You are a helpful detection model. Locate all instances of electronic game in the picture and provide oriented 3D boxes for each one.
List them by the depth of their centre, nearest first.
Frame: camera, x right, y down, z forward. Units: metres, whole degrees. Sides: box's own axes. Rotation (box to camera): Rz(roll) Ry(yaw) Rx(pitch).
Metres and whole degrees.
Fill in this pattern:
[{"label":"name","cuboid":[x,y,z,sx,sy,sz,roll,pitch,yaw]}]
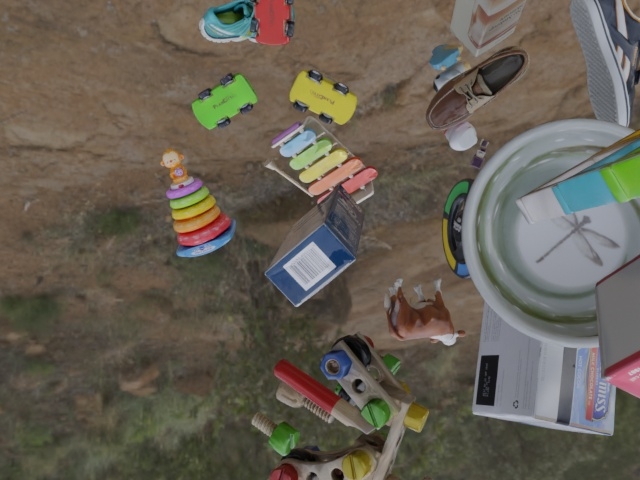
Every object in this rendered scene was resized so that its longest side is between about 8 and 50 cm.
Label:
[{"label":"electronic game","cuboid":[0.332,-0.027,1.437,0.048,0.229,0.229,1,153,-13]}]

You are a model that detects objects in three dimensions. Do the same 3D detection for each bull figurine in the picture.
[{"label":"bull figurine","cuboid":[0.294,0.206,1.782,0.101,0.188,0.310,-26,159,38]}]

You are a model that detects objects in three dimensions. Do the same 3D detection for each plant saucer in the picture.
[{"label":"plant saucer","cuboid":[0.453,-0.012,1.130,0.400,0.400,0.100,-9,175,7]}]

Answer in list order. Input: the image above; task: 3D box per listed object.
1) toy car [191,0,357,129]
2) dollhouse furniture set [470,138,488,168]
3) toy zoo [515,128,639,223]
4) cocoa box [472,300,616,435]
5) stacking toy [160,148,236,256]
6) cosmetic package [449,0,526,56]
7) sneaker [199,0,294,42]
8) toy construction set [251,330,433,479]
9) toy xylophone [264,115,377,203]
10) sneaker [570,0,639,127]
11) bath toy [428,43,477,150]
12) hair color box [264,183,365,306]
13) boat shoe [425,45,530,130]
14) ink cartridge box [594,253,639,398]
[{"label":"toy car","cuboid":[-0.089,-0.242,0.929,0.225,0.053,0.239,-27,113,16]},{"label":"dollhouse furniture set","cuboid":[0.546,-0.266,1.989,0.114,0.091,0.081,26,176,11]},{"label":"toy zoo","cuboid":[0.282,-0.080,0.522,0.192,0.030,0.293,-30,178,-2]},{"label":"cocoa box","cuboid":[0.531,0.259,1.480,0.228,0.347,0.231,16,164,-19]},{"label":"stacking toy","cuboid":[-0.369,-0.119,1.781,0.175,0.166,0.302,-17,111,5]},{"label":"cosmetic package","cuboid":[0.461,-0.650,1.702,0.153,0.129,0.296,-35,167,-2]},{"label":"sneaker","cuboid":[-0.188,-0.596,1.694,0.275,0.107,0.110,-18,175,-24]},{"label":"toy construction set","cuboid":[0.069,0.272,0.840,0.237,0.257,0.309,29,168,25]},{"label":"toy xylophone","cuboid":[-0.008,-0.200,1.731,0.322,0.081,0.236,32,130,-27]},{"label":"sneaker","cuboid":[0.667,-0.406,1.405,0.127,0.321,0.126,-19,-167,-2]},{"label":"bath toy","cuboid":[0.447,-0.470,2.102,0.151,0.129,0.348,-27,122,-13]},{"label":"hair color box","cuboid":[0.000,0.000,1.430,0.174,0.347,0.105,-39,100,18]},{"label":"boat shoe","cuboid":[0.426,-0.422,1.727,0.324,0.123,0.116,-39,-177,16]},{"label":"ink cartridge box","cuboid":[0.578,0.125,0.745,0.384,0.160,0.279,27,136,-11]}]
